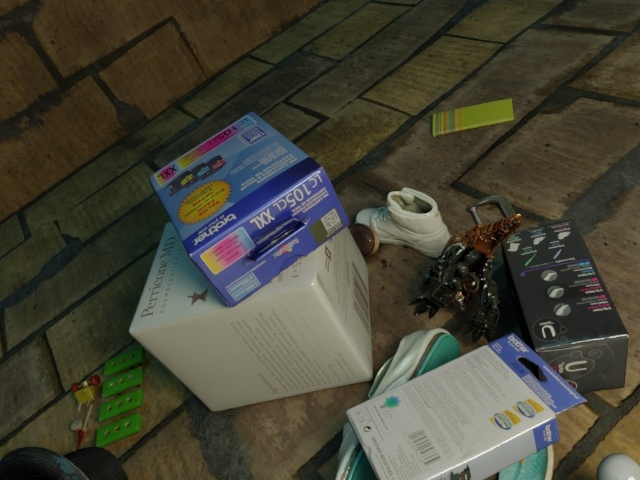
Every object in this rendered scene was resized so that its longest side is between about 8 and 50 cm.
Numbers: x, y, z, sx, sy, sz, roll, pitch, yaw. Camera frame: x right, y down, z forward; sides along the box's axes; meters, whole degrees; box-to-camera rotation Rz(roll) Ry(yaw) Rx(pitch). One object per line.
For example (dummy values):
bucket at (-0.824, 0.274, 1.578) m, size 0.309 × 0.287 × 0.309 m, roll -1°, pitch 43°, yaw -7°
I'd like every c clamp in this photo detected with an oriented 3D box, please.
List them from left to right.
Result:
c clamp at (0.401, -0.050, 1.265) m, size 0.137 × 0.022 × 0.161 m, roll -16°, pitch 41°, yaw 15°

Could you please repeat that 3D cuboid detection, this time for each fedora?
fedora at (-0.490, 0.521, 1.042) m, size 0.333 × 0.335 × 0.152 m, roll -4°, pitch 9°, yaw 27°

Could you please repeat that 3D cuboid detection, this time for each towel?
towel at (0.454, -0.366, 1.579) m, size 0.237 × 0.021 × 0.102 m, roll -7°, pitch 49°, yaw 23°

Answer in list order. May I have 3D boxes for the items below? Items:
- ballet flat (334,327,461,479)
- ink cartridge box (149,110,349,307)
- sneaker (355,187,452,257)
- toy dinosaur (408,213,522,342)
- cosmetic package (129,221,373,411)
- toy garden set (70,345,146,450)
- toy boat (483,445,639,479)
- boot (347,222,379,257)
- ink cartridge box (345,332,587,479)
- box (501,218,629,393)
ballet flat at (0.123, 0.325, 0.964) m, size 0.139 × 0.139 × 0.400 m, roll 12°, pitch 50°, yaw 39°
ink cartridge box at (-0.134, -0.062, 0.981) m, size 0.270 × 0.151 × 0.395 m, roll -35°, pitch 42°, yaw -8°
sneaker at (0.184, -0.069, 1.299) m, size 0.292 × 0.169 × 0.108 m, roll 17°, pitch 59°, yaw 43°
toy dinosaur at (0.270, 0.056, 1.023) m, size 0.164 × 0.322 × 0.219 m, roll 11°, pitch 49°, yaw 11°
cosmetic package at (-0.122, 0.123, 1.146) m, size 0.393 × 0.328 × 0.330 m, roll -16°, pitch 41°, yaw 16°
toy garden set at (-0.523, 0.405, 1.299) m, size 0.203 × 0.049 × 0.244 m, roll -23°, pitch 40°, yaw 4°
toy boat at (0.315, 0.343, 0.794) m, size 0.318 × 0.148 × 0.268 m, roll 1°, pitch 48°, yaw 32°
boot at (0.000, 0.000, 1.319) m, size 0.206 × 0.090 × 0.248 m, roll -4°, pitch 9°, yaw -37°
ink cartridge box at (0.212, 0.268, 0.797) m, size 0.310 × 0.065 × 0.186 m, roll -26°, pitch 26°, yaw -5°
box at (0.430, 0.119, 0.953) m, size 0.143 × 0.165 × 0.271 m, roll -13°, pitch 41°, yaw 15°
